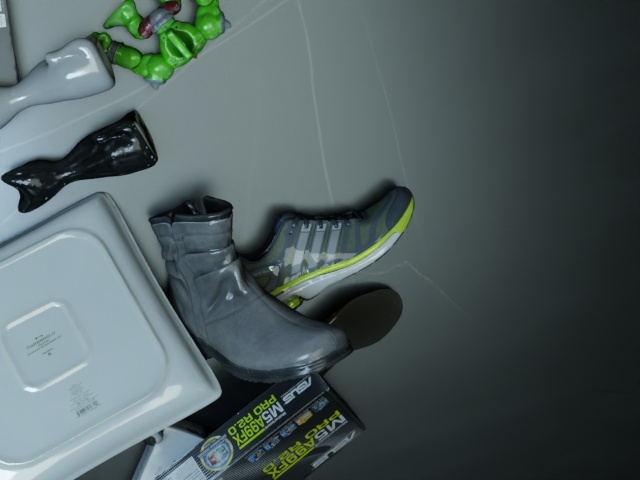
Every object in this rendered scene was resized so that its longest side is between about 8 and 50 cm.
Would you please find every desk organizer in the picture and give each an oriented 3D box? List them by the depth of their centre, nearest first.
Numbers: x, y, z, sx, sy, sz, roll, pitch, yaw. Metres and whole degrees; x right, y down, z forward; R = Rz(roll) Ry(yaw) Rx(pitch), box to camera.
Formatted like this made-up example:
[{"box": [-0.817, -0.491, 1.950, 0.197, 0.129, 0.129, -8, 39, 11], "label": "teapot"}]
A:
[{"box": [-0.436, -0.263, 1.576, 0.047, 0.050, 0.130, -8, 101, -10], "label": "desk organizer"}]

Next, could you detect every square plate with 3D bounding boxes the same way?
[{"box": [-0.363, 0.142, 1.566, 0.347, 0.049, 0.344, -29, 75, -13], "label": "square plate"}]

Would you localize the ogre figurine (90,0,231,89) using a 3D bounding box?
[{"box": [-0.212, -0.290, 1.593, 0.197, 0.097, 0.118, -40, 93, -13], "label": "ogre figurine"}]

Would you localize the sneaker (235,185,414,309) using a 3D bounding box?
[{"box": [0.000, 0.000, 1.682, 0.300, 0.111, 0.121, -32, 101, -5], "label": "sneaker"}]

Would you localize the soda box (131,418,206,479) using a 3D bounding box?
[{"box": [-0.242, 0.368, 1.720, 0.074, 0.069, 0.216, 22, 95, -14], "label": "soda box"}]

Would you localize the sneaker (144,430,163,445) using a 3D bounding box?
[{"box": [-0.261, 0.187, 1.660, 0.081, 0.080, 0.211, -20, 86, -15], "label": "sneaker"}]

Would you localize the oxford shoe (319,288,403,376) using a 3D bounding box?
[{"box": [0.027, 0.134, 1.734, 0.212, 0.076, 0.076, -31, 103, -21], "label": "oxford shoe"}]

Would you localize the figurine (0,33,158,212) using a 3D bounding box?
[{"box": [-0.357, -0.152, 1.569, 0.209, 0.092, 0.215, -25, 127, 0], "label": "figurine"}]

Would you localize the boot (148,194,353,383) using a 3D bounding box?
[{"box": [-0.112, 0.059, 1.567, 0.118, 0.338, 0.222, -25, 111, -44], "label": "boot"}]

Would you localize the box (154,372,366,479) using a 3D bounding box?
[{"box": [-0.079, 0.305, 1.676, 0.270, 0.216, 0.060, -38, 60, -3], "label": "box"}]
